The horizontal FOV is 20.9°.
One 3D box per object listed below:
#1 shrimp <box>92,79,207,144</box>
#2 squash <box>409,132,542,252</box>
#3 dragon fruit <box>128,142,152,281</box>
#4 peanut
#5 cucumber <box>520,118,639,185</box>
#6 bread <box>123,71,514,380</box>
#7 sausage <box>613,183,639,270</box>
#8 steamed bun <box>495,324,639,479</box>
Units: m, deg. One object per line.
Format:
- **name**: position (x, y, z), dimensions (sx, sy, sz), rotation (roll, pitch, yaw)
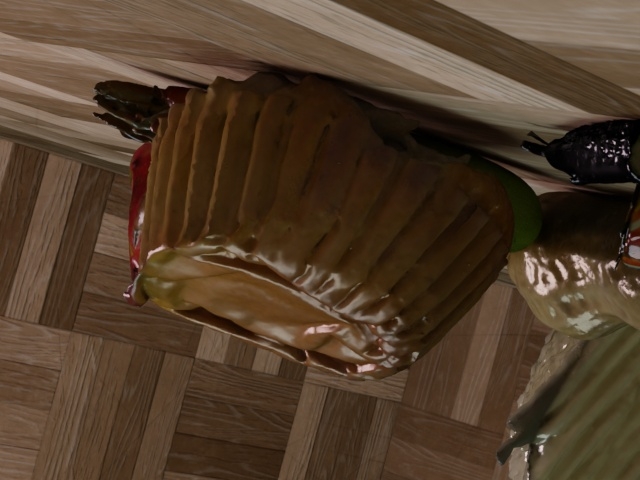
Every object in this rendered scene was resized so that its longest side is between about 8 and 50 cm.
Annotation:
- **shrimp**: position (-0.055, -0.083, 1.404), dimensions (0.267, 0.061, 0.145), rotation (19, 169, -13)
- **squash**: position (0.090, -0.043, 1.333), dimensions (0.201, 0.066, 0.066), rotation (23, 175, -29)
- **dragon fruit**: position (-0.099, -0.035, 1.858), dimensions (0.269, 0.198, 0.200), rotation (-19, -166, 36)
- **peanut**: position (0.236, 0.026, 1.374), dimensions (0.236, 0.120, 0.110), rotation (22, 148, 57)
- **cucumber**: position (0.161, -0.049, 1.017), dimensions (0.043, 0.039, 0.163), rotation (37, 172, -11)
- **bread**: position (0.000, 0.000, 1.223), dimensions (0.274, 0.149, 0.274), rotation (12, 156, 5)
- **sausage**: position (0.312, 0.009, 1.021), dimensions (0.264, 0.083, 0.083), rotation (13, 178, 17)
- **steamed bun**: position (0.303, 0.129, 1.591), dimensions (0.273, 0.290, 0.272), rotation (27, -163, -9)
